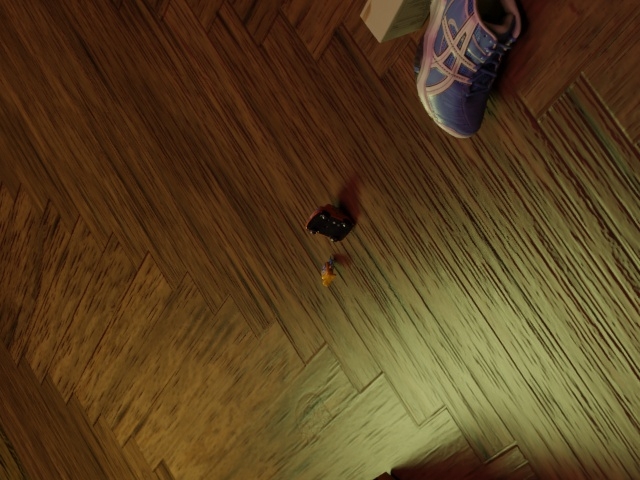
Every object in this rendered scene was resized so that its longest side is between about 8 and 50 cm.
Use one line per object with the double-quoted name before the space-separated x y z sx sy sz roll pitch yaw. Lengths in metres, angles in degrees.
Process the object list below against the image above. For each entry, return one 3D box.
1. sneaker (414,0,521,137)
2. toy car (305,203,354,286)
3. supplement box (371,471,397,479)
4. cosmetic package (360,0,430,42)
"sneaker" 0.145 -0.189 1.232 0.081 0.080 0.211 36 140 43
"toy car" 0.000 0.000 1.608 0.041 0.060 0.122 -100 22 -45
"supplement box" 0.058 0.451 1.693 0.129 0.194 0.191 33 136 41
"cosmetic package" 0.090 -0.256 1.289 0.041 0.060 0.115 56 146 17
